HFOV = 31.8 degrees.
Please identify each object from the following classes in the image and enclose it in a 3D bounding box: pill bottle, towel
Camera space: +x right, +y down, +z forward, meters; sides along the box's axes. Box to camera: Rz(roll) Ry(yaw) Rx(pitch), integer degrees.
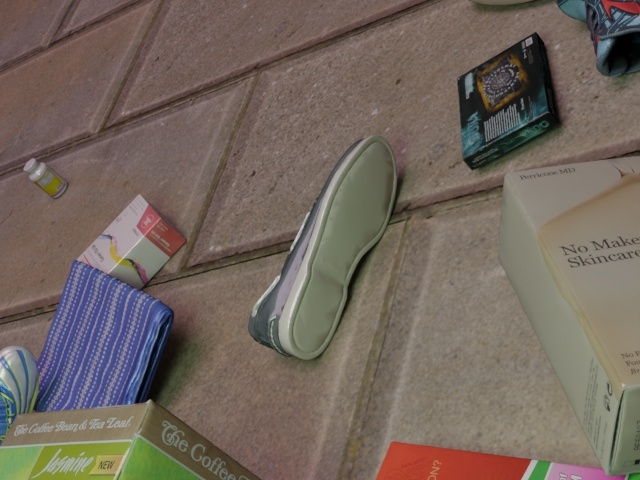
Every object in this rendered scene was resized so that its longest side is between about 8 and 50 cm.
[{"bbox_3d":[-0.533,-0.122,2.175,0.043,0.083,0.043,-29,37,24],"label":"pill bottle"},{"bbox_3d":[-0.334,0.172,1.631,0.336,0.040,0.243,18,87,53],"label":"towel"}]

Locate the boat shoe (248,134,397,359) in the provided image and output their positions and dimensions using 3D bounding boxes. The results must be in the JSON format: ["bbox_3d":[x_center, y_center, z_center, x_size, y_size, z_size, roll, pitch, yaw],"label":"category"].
[{"bbox_3d":[0.000,0.000,1.445,0.099,0.116,0.319,3,62,44],"label":"boat shoe"}]

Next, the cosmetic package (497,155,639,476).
[{"bbox_3d":[0.284,0.056,1.028,0.160,0.113,0.309,-9,38,-7],"label":"cosmetic package"}]

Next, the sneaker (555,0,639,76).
[{"bbox_3d":[0.355,-0.261,1.344,0.125,0.104,0.262,-51,34,-3],"label":"sneaker"}]

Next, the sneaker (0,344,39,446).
[{"bbox_3d":[-0.458,0.279,1.636,0.126,0.091,0.240,27,101,59],"label":"sneaker"}]

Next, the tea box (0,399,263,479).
[{"bbox_3d":[-0.173,0.370,1.052,0.220,0.329,0.323,-13,47,40],"label":"tea box"}]

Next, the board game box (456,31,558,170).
[{"bbox_3d":[0.237,-0.181,1.444,0.126,0.026,0.186,-28,34,27],"label":"board game box"}]

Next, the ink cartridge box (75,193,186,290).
[{"bbox_3d":[-0.320,0.033,1.797,0.198,0.067,0.115,-47,34,-2],"label":"ink cartridge box"}]

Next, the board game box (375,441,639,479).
[{"bbox_3d":[0.152,0.313,0.998,0.317,0.064,0.242,-3,52,46],"label":"board game box"}]

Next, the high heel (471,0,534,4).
[{"bbox_3d":[0.361,-0.431,1.550,0.377,0.127,0.181,-12,18,46],"label":"high heel"}]
